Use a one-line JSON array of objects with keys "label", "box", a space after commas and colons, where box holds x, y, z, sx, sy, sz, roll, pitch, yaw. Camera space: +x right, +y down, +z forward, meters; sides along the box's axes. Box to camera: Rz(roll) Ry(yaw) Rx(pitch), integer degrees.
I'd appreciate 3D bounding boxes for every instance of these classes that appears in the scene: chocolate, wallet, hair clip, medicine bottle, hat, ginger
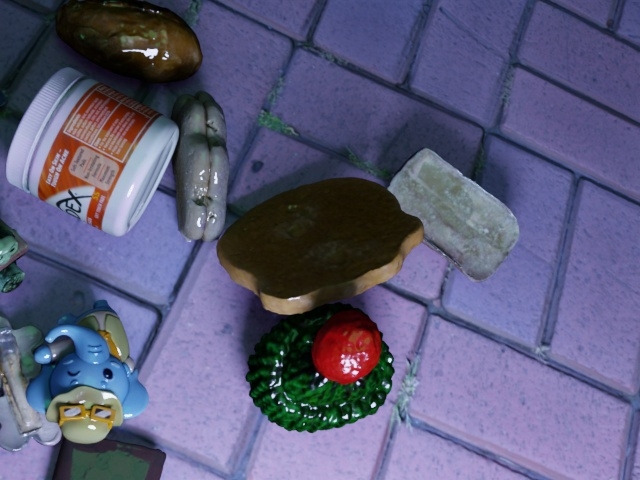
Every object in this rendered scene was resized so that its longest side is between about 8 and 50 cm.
[{"label": "chocolate", "box": [0.281, -0.049, 1.902, 0.303, 0.100, 0.185, 38, 71, 6]}, {"label": "wallet", "box": [-0.378, 0.455, 1.486, 0.182, 0.049, 0.229, 14, 64, -7]}, {"label": "hair clip", "box": [-0.535, 0.247, 1.525, 0.146, 0.075, 0.257, -12, 77, -39]}, {"label": "medicine bottle", "box": [-0.425, -0.164, 1.645, 0.241, 0.252, 0.252, 28, 61, -3]}, {"label": "hat", "box": [0.030, 0.222, 1.556, 0.274, 0.332, 0.242, -34, 89, -26]}, {"label": "ginger", "box": [-0.405, -0.429, 1.830, 0.321, 0.172, 0.165, 17, 100, -11]}]

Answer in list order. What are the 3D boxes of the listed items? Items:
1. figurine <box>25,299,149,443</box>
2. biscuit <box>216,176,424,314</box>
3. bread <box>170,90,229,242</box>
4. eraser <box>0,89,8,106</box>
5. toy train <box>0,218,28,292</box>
[{"label": "figurine", "box": [-0.414, 0.226, 1.521, 0.180, 0.154, 0.262, 15, 45, -46]}, {"label": "biscuit", "box": [0.000, 0.002, 1.710, 0.385, 0.062, 0.365, -25, 37, -22]}, {"label": "bread", "box": [-0.242, -0.169, 1.748, 0.102, 0.183, 0.337, -1, 63, -15]}, {"label": "eraser", "box": [-0.723, -0.340, 1.758, 0.082, 0.036, 0.225, -31, 78, -28]}, {"label": "toy train", "box": [-0.644, -0.041, 1.536, 0.304, 0.221, 0.150, 42, 59, 4]}]
